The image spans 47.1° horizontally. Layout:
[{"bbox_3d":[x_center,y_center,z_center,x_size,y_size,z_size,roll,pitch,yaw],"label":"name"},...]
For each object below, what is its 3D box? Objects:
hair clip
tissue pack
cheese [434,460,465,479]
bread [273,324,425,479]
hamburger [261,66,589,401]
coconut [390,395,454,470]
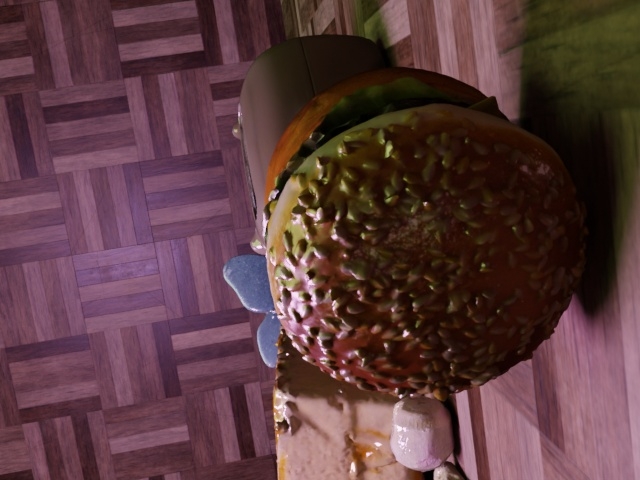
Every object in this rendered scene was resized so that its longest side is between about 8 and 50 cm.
[{"bbox_3d":[-0.010,0.162,1.920,0.238,0.392,0.318,33,-140,-62],"label":"hair clip"},{"bbox_3d":[-0.003,-0.146,1.253,0.267,0.276,0.387,98,161,-64],"label":"tissue pack"},{"bbox_3d":[0.214,0.403,1.119,0.194,0.043,0.065,-119,20,-76],"label":"cheese"},{"bbox_3d":[0.056,0.375,1.435,0.371,0.279,0.390,-97,-1,-73],"label":"bread"},{"bbox_3d":[0.078,-0.002,0.637,0.225,0.291,0.291,-101,4,-58],"label":"hamburger"},{"bbox_3d":[0.163,0.317,1.187,0.110,0.110,0.124,-117,24,-73],"label":"coconut"}]
